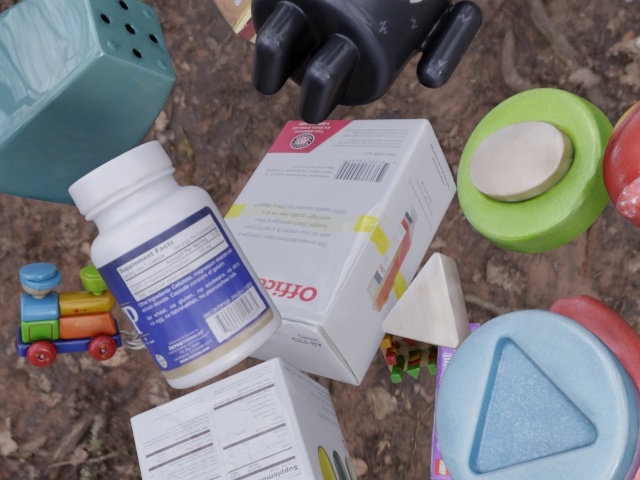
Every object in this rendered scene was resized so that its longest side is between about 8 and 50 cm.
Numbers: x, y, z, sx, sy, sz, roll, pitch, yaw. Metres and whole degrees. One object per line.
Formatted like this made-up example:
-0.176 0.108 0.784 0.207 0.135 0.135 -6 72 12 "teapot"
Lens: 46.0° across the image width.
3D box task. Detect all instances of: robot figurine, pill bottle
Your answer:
0.039 -0.256 0.781 0.173 0.209 0.278 7 56 49 "robot figurine"
-0.124 0.018 0.630 0.112 0.112 0.187 -31 97 -10 "pill bottle"

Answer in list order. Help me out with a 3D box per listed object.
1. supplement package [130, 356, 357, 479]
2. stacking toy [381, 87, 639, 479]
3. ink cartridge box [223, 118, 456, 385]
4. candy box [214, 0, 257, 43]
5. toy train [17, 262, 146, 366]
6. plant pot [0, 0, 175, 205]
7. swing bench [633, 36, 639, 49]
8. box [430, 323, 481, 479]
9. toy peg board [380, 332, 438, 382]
-0.066 0.311 0.880 0.198 0.199 0.263 -24 62 8 "supplement package"
0.143 0.014 0.511 0.279 0.130 0.309 37 103 48 "stacking toy"
0.000 0.000 1.159 0.279 0.160 0.385 7 54 36 "ink cartridge box"
-0.112 -0.461 1.125 0.183 0.087 0.316 -43 64 22 "candy box"
-0.336 0.100 1.159 0.248 0.143 0.105 -3 27 -20 "toy train"
-0.288 -0.175 0.864 0.234 0.165 0.165 -30 68 29 "plant pot"
0.717 -0.378 1.276 0.165 0.254 0.253 25 89 60 "swing bench"
0.217 0.253 1.067 0.057 0.293 0.201 -2 66 21 "box"
0.181 0.188 1.435 0.161 0.161 0.079 -16 22 18 "toy peg board"
